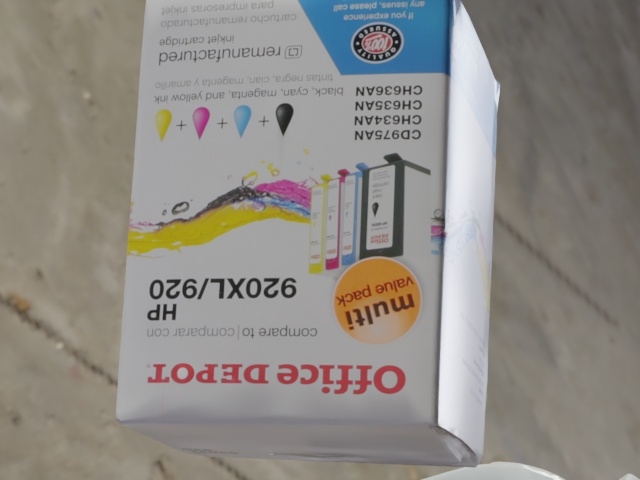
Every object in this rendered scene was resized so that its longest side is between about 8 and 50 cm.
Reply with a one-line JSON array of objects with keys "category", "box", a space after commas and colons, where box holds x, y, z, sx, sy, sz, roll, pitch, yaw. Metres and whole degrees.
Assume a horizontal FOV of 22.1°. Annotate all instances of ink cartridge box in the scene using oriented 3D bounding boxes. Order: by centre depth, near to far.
[{"category": "ink cartridge box", "box": [0.000, 0.000, 0.897, 0.168, 0.171, 0.232, 45, 46, -70]}]

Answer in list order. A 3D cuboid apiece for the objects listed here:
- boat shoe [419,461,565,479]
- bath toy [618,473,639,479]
[{"category": "boat shoe", "box": [0.091, 0.197, 1.083, 0.070, 0.219, 0.078, 40, 53, -41]}, {"category": "bath toy", "box": [0.133, 0.252, 0.882, 0.129, 0.348, 0.151, 46, 18, 2]}]
